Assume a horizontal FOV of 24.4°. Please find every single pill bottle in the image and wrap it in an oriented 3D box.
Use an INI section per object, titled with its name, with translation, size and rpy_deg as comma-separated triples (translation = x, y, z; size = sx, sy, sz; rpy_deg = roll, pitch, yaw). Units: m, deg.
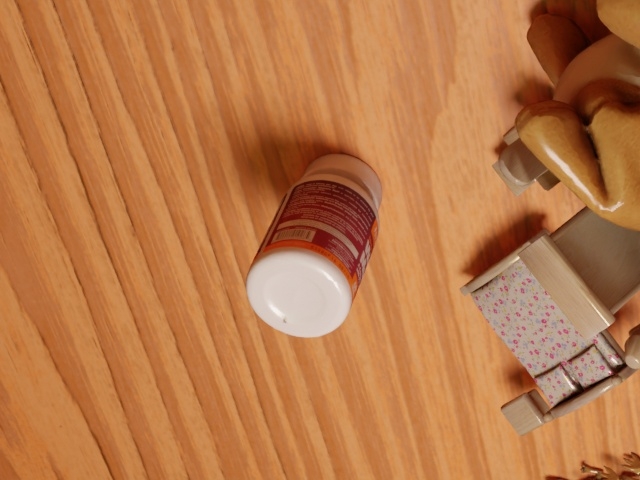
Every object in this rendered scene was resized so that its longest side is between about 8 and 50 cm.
[pill bottle]
translation = 0.000, 0.000, 1.696
size = 0.121, 0.221, 0.121
rpy_deg = 9, 128, 12

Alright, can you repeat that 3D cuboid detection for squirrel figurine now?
[squirrel figurine]
translation = 0.433, -0.155, 1.409
size = 0.397, 0.281, 0.370
rpy_deg = 46, 116, -6

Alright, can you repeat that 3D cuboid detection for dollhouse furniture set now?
[dollhouse furniture set]
translation = 0.214, 0.070, 1.678
size = 0.303, 0.174, 0.355
rpy_deg = 53, 138, 4

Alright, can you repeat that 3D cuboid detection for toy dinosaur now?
[toy dinosaur]
translation = 0.400, 0.339, 1.931
size = 0.211, 0.064, 0.112
rpy_deg = 23, 139, 25
